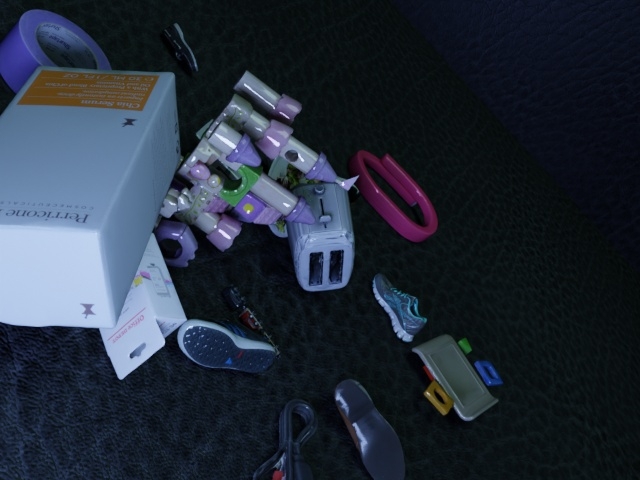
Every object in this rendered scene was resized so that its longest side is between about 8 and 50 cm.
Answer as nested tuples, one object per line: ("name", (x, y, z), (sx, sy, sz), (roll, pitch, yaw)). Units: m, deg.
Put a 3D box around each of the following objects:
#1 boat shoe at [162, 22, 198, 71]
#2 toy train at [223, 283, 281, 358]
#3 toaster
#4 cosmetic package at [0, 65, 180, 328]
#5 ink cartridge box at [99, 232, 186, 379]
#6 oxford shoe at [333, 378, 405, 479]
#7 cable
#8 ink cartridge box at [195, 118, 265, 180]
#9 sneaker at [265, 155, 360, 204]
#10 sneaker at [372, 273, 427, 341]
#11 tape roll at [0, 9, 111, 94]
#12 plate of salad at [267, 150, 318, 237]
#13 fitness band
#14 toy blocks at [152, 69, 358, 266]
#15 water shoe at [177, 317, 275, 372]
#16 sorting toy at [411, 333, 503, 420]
("boat shoe", (-0.309, -0.421, 2.084), (0.125, 0.038, 0.046), (62, -13, 11))
("toy train", (-0.122, 0.146, 1.673), (0.158, 0.027, 0.036), (53, 31, 7))
("toaster", (0.000, 0.000, 1.881), (0.129, 0.227, 0.146), (-4, 51, -7))
("cosmetic package", (-0.357, -0.082, 1.352), (0.230, 0.161, 0.453), (3, 36, 2))
("ink cartridge box", (-0.275, 0.097, 1.410), (0.067, 0.115, 0.198), (11, 48, -51))
("oxford shoe", (0.089, 0.346, 1.703), (0.212, 0.076, 0.076), (64, -11, 5))
("cable", (-0.057, 0.360, 1.508), (0.139, 0.072, 0.287), (19, 25, -18))
("ink cartridge box", (-0.189, -0.147, 1.898), (0.180, 0.060, 0.104), (47, 28, -8))
("sneaker", (-0.016, -0.145, 2.122), (0.262, 0.099, 0.121), (20, 36, -46))
("sneaker", (0.178, 0.137, 2.078), (0.065, 0.076, 0.166), (0, 56, -57))
("tape roll", (-0.467, -0.309, 1.665), (0.189, 0.080, 0.189), (35, 32, -26))
("plate of salad", (-0.054, -0.103, 1.943), (0.200, 0.048, 0.199), (-33, 129, -54))
("fitness band", (0.187, -0.119, 2.441), (0.291, 0.054, 0.209), (44, 31, -10))
("toy blocks", (-0.123, -0.082, 1.669), (0.260, 0.288, 0.309), (36, 27, -15))
("water shoe", (-0.165, 0.166, 1.560), (0.203, 0.073, 0.080), (28, 13, -43))
("sorting toy", (0.288, 0.303, 2.072), (0.196, 0.047, 0.348), (53, 27, 15))
